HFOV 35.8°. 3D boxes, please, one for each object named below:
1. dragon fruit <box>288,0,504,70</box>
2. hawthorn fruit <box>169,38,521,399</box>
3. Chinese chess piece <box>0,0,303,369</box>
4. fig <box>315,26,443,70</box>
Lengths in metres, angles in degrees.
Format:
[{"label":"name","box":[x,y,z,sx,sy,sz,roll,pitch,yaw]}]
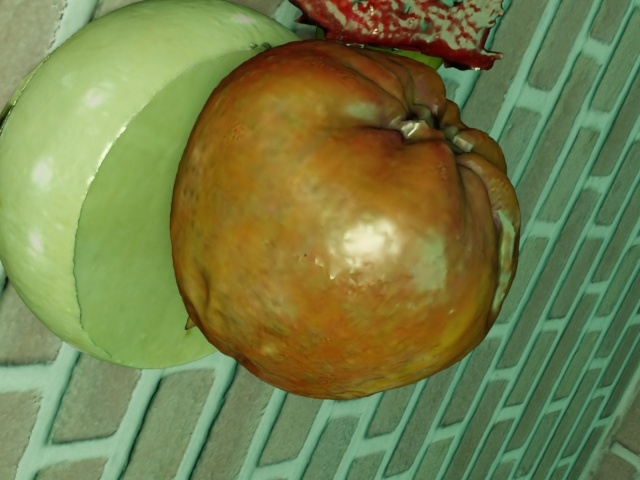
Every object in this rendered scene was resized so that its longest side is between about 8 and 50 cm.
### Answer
[{"label":"dragon fruit","box":[0.063,-0.330,0.870,0.282,0.100,0.343,2,121,-22]},{"label":"hawthorn fruit","box":[0.000,0.000,0.775,0.298,0.276,0.277,-38,154,25]},{"label":"Chinese chess piece","box":[-0.131,-0.052,0.914,0.349,0.146,0.349,-32,139,-32]},{"label":"fig","box":[0.063,-0.212,1.057,0.142,0.148,0.186,-53,-175,-30]}]
